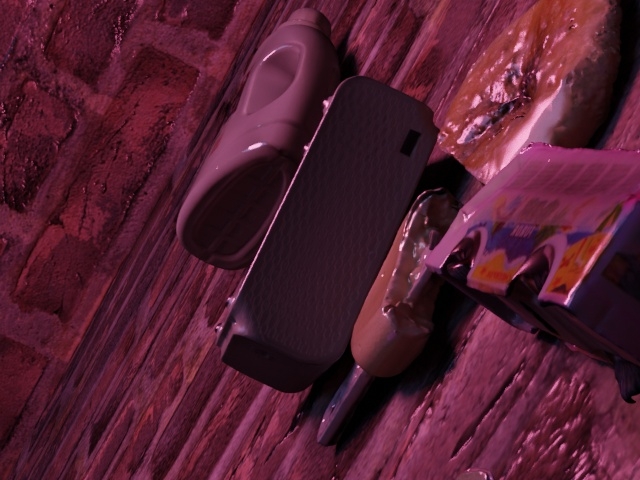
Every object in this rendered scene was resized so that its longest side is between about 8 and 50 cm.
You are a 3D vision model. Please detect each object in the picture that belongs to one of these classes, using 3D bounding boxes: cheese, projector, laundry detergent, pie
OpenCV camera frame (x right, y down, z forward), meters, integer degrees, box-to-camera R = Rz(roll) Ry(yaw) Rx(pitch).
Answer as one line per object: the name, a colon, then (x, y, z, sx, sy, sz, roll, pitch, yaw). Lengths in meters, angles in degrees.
cheese: (0.048, 0.077, 1.187, 0.127, 0.050, 0.235, -74, 10, -49)
projector: (0.000, 0.000, 1.340, 0.198, 0.108, 0.250, 120, 174, -76)
laundry detergent: (-0.050, -0.172, 1.962, 0.264, 0.125, 0.397, -51, 14, 45)
pie: (0.164, -0.118, 1.128, 0.185, 0.052, 0.218, -56, 15, 4)

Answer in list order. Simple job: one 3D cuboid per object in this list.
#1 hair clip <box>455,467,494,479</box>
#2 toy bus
hair clip: (0.074, 0.199, 0.886, 0.054, 0.022, 0.137, -33, 31, 64)
toy bus: (0.146, 0.010, 0.840, 0.112, 0.090, 0.274, -56, 12, -2)
